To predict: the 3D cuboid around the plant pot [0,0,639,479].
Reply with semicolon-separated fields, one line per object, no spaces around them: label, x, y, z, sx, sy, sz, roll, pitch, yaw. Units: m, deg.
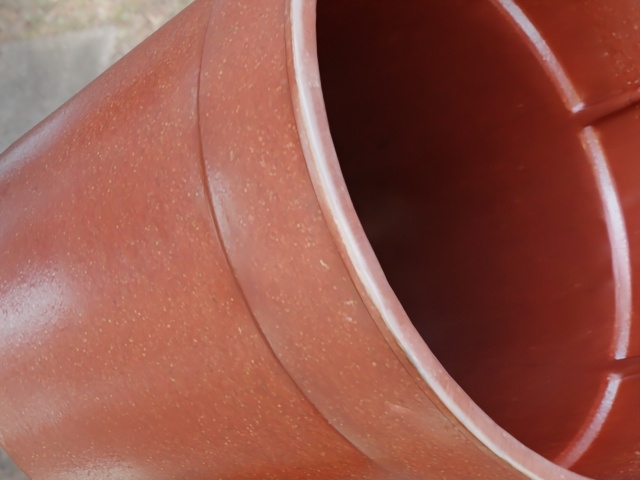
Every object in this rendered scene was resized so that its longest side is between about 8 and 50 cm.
plant pot;0.000;0.000;0.683;0.265;0.272;0.272;-22;51;42
